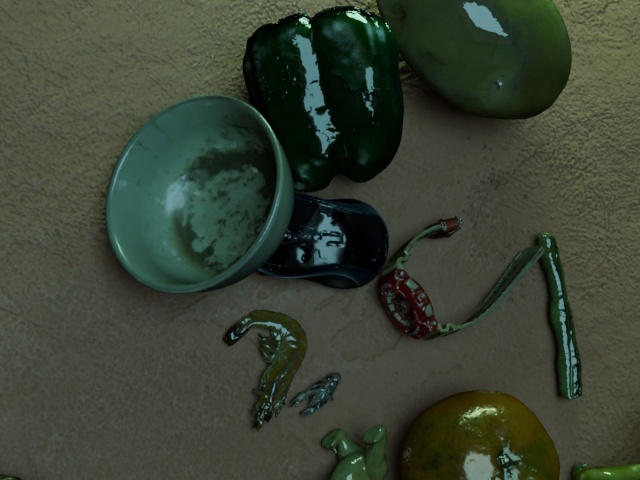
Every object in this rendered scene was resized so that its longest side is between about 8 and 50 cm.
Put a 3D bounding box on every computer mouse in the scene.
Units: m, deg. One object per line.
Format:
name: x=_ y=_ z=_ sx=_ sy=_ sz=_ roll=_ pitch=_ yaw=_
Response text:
computer mouse: x=0.000 y=0.000 z=1.929 sx=0.233 sy=0.096 sz=0.137 roll=3 pitch=81 yaw=-19

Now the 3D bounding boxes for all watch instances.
watch: x=0.211 y=0.042 z=2.000 sx=0.268 sy=0.102 sz=0.165 roll=-42 pitch=94 yaw=-27

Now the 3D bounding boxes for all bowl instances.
bowl: x=-0.149 y=-0.049 z=1.838 sx=0.289 sy=0.146 sz=0.289 roll=-8 pitch=70 yaw=24

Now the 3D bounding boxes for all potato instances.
potato: x=0.242 y=-0.322 z=1.986 sx=0.326 sy=0.221 sz=0.243 roll=49 pitch=37 yaw=-7

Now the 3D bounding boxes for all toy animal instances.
toy animal: x=0.026 y=0.371 z=1.891 sx=0.218 sy=0.103 sz=0.101 roll=-50 pitch=122 yaw=-22

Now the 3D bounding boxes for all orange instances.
orange: x=0.236 y=0.334 z=1.906 sx=0.240 sy=0.171 sz=0.240 roll=3 pitch=76 yaw=-11

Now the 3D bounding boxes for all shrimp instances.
shrimp: x=-0.093 y=0.183 z=1.904 sx=0.124 sy=0.034 sz=0.178 roll=28 pitch=73 yaw=-9
shrimp: x=-0.003 y=0.233 z=1.929 sx=0.092 sy=0.029 sz=0.038 roll=-30 pitch=99 yaw=-14

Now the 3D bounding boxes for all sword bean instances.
sword bean: x=0.381 y=0.118 z=2.064 sx=0.043 sy=0.038 sz=0.269 roll=-3 pitch=81 yaw=-43

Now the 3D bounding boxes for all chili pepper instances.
chili pepper: x=0.010 y=-0.207 z=1.900 sx=0.233 sy=0.248 sz=0.256 roll=-10 pitch=85 yaw=4

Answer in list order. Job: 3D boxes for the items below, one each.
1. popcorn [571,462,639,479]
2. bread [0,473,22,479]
popcorn: x=0.585 y=0.405 z=1.958 sx=0.321 sy=0.290 sz=0.325 roll=9 pitch=98 yaw=-18
bread: x=-0.415 y=0.433 z=1.727 sx=0.182 sy=0.096 sz=0.222 roll=23 pitch=77 yaw=-15
